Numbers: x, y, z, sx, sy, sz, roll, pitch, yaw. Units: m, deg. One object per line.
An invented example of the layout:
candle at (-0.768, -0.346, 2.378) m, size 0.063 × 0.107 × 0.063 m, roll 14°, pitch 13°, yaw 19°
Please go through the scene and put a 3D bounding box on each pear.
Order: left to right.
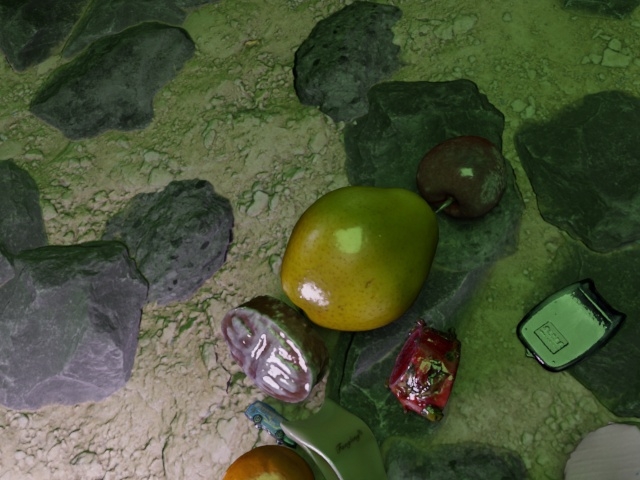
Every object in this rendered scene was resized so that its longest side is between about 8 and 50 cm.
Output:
pear at (0.098, 0.039, 1.446) m, size 0.418 × 0.362 × 0.362 m, roll -32°, pitch 66°, yaw -11°

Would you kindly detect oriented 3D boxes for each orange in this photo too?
orange at (-0.120, 0.593, 1.332) m, size 0.240 × 0.171 × 0.240 m, roll -2°, pitch 62°, yaw 4°

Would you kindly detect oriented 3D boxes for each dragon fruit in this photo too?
dragon fruit at (0.246, 0.303, 1.407) m, size 0.147 × 0.211 × 0.282 m, roll 17°, pitch 43°, yaw 7°

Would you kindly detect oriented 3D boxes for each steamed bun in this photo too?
steamed bun at (0.686, 0.546, 1.202) m, size 0.310 × 0.309 × 0.309 m, roll -3°, pitch 66°, yaw 6°

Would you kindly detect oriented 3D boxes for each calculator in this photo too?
calculator at (0.629, 0.216, 1.478) m, size 0.268 × 0.040 × 0.177 m, roll -36°, pitch 65°, yaw -4°

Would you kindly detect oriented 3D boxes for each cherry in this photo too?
cherry at (0.383, -0.170, 1.581) m, size 0.236 × 0.213 × 0.285 m, roll 37°, pitch 66°, yaw 11°

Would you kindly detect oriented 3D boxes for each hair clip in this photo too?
hair clip at (0.055, 0.503, 1.360) m, size 0.173 × 0.113 × 0.282 m, roll -14°, pitch 68°, yaw -46°

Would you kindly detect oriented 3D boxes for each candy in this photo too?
candy at (-0.110, 0.265, 1.457) m, size 0.289 × 0.214 × 0.157 m, roll 38°, pitch 37°, yaw 18°

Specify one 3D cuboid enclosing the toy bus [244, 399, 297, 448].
toy bus at (-0.117, 0.460, 1.458) m, size 0.153 × 0.051 × 0.061 m, roll 30°, pitch 61°, yaw 19°
